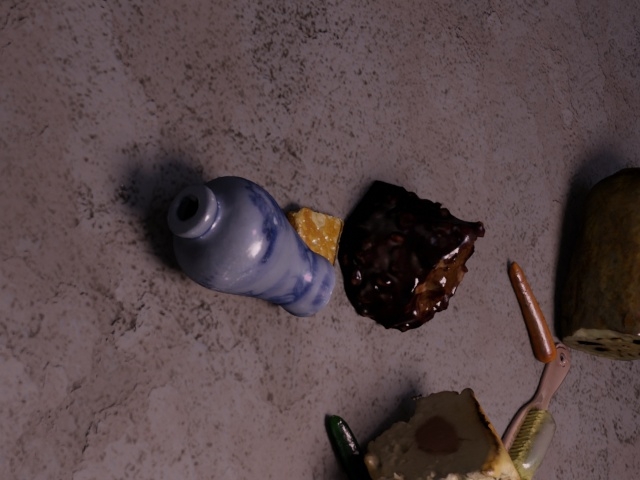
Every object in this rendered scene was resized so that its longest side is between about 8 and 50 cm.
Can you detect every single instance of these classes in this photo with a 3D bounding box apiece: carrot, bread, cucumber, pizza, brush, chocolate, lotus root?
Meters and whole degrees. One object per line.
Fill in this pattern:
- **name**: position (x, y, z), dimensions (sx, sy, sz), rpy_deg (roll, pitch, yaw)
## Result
- **carrot**: position (0.357, 0.121, 1.946), dimensions (0.037, 0.037, 0.190), rpy_deg (-31, 102, -46)
- **bread**: position (0.157, 0.286, 1.573), dimensions (0.224, 0.184, 0.211), rpy_deg (59, 9, -56)
- **cucumber**: position (0.054, 0.320, 1.581), dimensions (0.036, 0.033, 0.184), rpy_deg (-32, 108, -19)
- **pizza**: position (0.000, 0.000, 1.584), dimensions (0.108, 0.026, 0.123), rpy_deg (-36, 107, -48)
- **brush**: position (0.378, 0.287, 1.917), dimensions (0.072, 0.067, 0.313), rpy_deg (57, 45, -22)
- **chocolate**: position (0.163, 0.023, 1.647), dimensions (0.206, 0.177, 0.224), rpy_deg (57, 49, -24)
- **lotus root**: position (0.563, 0.040, 2.043), dimensions (0.250, 0.250, 0.346), rpy_deg (32, 59, -39)

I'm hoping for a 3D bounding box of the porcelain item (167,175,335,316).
- **porcelain item**: position (-0.085, 0.013, 1.419), dimensions (0.259, 0.141, 0.141), rpy_deg (38, 57, -48)
